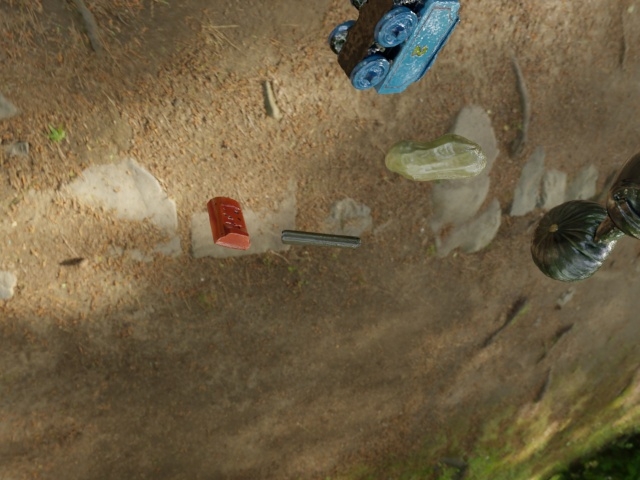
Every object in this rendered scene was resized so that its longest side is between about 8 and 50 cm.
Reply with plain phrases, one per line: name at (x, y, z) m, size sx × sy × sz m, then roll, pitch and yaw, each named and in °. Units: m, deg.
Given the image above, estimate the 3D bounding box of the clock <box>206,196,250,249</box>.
clock at (-0.267, -0.055, 1.585) m, size 0.113 × 0.155 × 0.061 m, roll 14°, pitch 136°, yaw -42°

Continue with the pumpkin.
pumpkin at (0.737, 0.004, 1.542) m, size 0.216 × 0.250 × 0.249 m, roll 21°, pitch 108°, yaw -7°

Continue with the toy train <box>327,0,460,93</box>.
toy train at (0.185, -0.529, 1.351) m, size 0.265 × 0.187 × 0.300 m, roll -13°, pitch 154°, yaw -32°

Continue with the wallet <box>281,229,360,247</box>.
wallet at (0.000, 0.000, 1.383) m, size 0.198 × 0.110 × 0.031 m, roll 5°, pitch 84°, yaw -1°

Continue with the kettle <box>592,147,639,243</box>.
kettle at (0.747, -0.101, 1.178) m, size 0.324 × 0.228 × 0.321 m, roll -27°, pitch 164°, yaw -20°

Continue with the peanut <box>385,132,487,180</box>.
peanut at (0.246, -0.175, 1.146) m, size 0.215 × 0.090 × 0.098 m, roll -3°, pitch 136°, yaw 4°
